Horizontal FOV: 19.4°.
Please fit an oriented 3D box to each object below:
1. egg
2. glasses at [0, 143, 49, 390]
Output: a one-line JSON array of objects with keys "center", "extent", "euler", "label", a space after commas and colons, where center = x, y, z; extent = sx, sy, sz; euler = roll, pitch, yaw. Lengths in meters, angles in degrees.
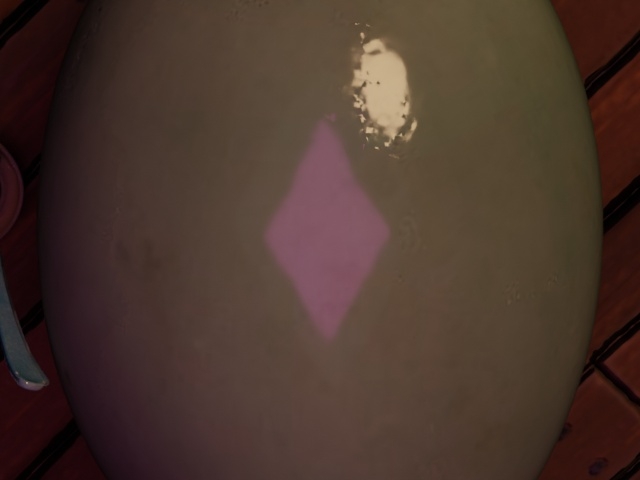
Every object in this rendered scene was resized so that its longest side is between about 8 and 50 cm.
[{"center": [0.000, 0.000, 0.921], "extent": [0.276, 0.276, 0.389], "euler": [-2, 108, -1], "label": "egg"}, {"center": [-0.196, 0.062, 0.981], "extent": [0.088, 0.220, 0.189], "euler": [21, 112, -43], "label": "glasses"}]
